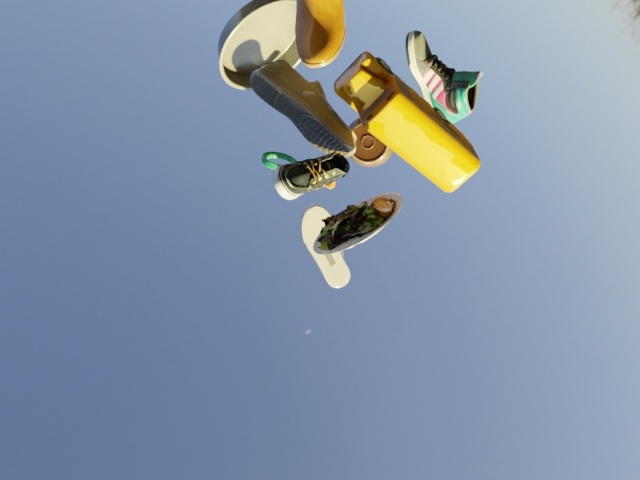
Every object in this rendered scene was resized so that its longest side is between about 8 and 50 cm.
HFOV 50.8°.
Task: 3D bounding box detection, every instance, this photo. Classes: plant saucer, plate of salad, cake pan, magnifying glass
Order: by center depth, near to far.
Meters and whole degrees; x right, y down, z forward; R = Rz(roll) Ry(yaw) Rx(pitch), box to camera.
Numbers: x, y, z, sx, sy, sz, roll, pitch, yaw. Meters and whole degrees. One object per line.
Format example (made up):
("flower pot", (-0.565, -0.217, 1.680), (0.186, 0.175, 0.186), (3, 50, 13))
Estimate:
("plate of salad", (0.066, -0.042, 1.307), (0.048, 0.200, 0.200), (57, -148, -20))
("cake pan", (-0.149, -0.528, 1.791), (0.293, 0.293, 0.054), (-5, -127, -50))
("magnifying glass", (-0.062, -0.194, 1.852), (0.231, 0.026, 0.092), (24, -151, 24))
("plant saucer", (0.157, -0.321, 2.192), (0.168, 0.168, 0.029), (50, -160, 0))

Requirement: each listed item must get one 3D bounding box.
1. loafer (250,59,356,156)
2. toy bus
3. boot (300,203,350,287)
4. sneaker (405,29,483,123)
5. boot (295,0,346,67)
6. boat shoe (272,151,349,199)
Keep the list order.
("loafer", (-0.020, -0.282, 1.409), (0.268, 0.102, 0.092), (40, -113, -13))
("toy bus", (0.183, -0.246, 1.420), (0.332, 0.108, 0.130), (33, -151, -28))
("boot", (0.000, 0.000, 1.791), (0.123, 0.095, 0.258), (-123, 11, -59))
("sneaker", (0.363, -0.470, 1.910), (0.124, 0.178, 0.295), (-52, -56, -46))
("boot", (-0.018, -0.496, 1.264), (0.211, 0.104, 0.295), (65, -153, -58))
("boat shoe", (-0.015, -0.125, 1.221), (0.065, 0.083, 0.183), (65, -153, -1))
